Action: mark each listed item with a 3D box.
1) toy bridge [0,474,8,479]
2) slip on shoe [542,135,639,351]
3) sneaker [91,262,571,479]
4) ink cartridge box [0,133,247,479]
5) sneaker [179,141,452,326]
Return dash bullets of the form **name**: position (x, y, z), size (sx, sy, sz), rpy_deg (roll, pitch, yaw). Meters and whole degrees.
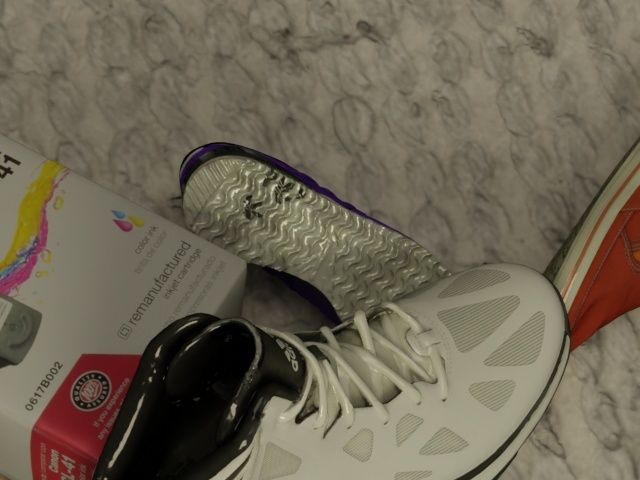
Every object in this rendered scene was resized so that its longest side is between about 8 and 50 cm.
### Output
- **toy bridge**: position (-0.214, 0.145, 1.636), size (0.188, 0.026, 0.063), rpy_deg (-34, 74, -21)
- **slip on shoe**: position (0.263, 0.021, 1.726), size (0.101, 0.123, 0.331), rpy_deg (37, 61, 3)
- **sneaker**: position (0.019, 0.120, 1.477), size (0.447, 0.257, 0.169), rpy_deg (-34, 63, -18)
- **ink cartridge box**: position (-0.244, 0.057, 1.591), size (0.306, 0.131, 0.226), rpy_deg (28, 61, 8)
- **sneaker**: position (0.000, -0.001, 1.691), size (0.293, 0.146, 0.102), rpy_deg (35, 96, -21)
